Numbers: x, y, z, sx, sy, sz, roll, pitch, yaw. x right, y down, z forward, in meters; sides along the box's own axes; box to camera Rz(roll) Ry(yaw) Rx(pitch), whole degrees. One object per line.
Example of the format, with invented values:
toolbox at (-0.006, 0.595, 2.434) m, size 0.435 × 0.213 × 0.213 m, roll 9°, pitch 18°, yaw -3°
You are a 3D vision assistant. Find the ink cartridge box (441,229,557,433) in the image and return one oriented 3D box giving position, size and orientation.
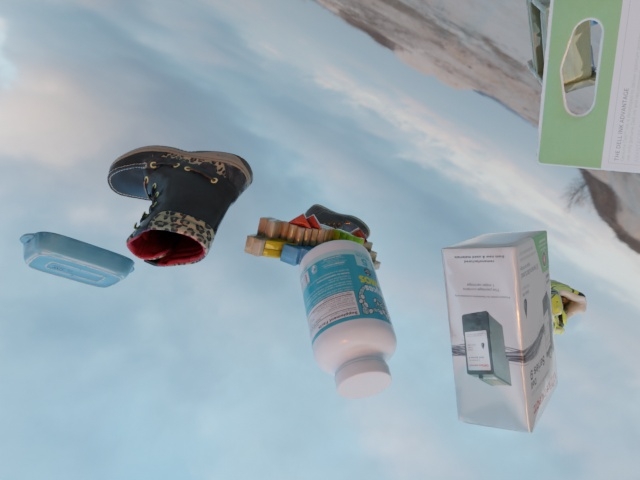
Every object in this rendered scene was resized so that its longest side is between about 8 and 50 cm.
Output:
ink cartridge box at (0.311, 0.139, 0.826) m, size 0.121 × 0.290 × 0.211 m, roll -3°, pitch -174°, yaw 37°

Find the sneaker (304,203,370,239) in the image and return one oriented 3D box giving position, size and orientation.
sneaker at (0.039, -0.032, 1.539) m, size 0.221 × 0.083 × 0.118 m, roll 21°, pitch -142°, yaw 18°

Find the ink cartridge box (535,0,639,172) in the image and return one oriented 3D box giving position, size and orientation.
ink cartridge box at (0.286, -0.129, 0.351) m, size 0.056 × 0.171 × 0.235 m, roll -14°, pitch -159°, yaw -34°

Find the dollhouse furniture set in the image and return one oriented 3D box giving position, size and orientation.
dollhouse furniture set at (0.390, -0.308, 0.674) m, size 0.129 × 0.183 × 0.129 m, roll -87°, pitch -23°, yaw -51°

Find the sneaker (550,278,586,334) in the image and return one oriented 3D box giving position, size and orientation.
sneaker at (0.469, 0.169, 1.121) m, size 0.384 × 0.145 × 0.147 m, roll -23°, pitch -163°, yaw -35°

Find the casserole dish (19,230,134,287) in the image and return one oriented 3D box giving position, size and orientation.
casserole dish at (-0.412, 0.039, 0.829) m, size 0.188 × 0.114 × 0.037 m, roll 27°, pitch -126°, yaw -39°

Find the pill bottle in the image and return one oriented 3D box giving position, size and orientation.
pill bottle at (0.049, 0.138, 0.869) m, size 0.146 × 0.146 × 0.264 m, roll 16°, pitch -138°, yaw -29°

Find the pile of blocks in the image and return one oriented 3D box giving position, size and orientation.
pile of blocks at (0.000, 0.000, 1.196) m, size 0.361 × 0.113 × 0.149 m, roll 6°, pitch -165°, yaw -29°

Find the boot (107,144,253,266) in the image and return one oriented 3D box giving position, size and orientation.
boot at (-0.368, -0.083, 1.128) m, size 0.376 × 0.138 × 0.284 m, roll 4°, pitch -134°, yaw 10°
